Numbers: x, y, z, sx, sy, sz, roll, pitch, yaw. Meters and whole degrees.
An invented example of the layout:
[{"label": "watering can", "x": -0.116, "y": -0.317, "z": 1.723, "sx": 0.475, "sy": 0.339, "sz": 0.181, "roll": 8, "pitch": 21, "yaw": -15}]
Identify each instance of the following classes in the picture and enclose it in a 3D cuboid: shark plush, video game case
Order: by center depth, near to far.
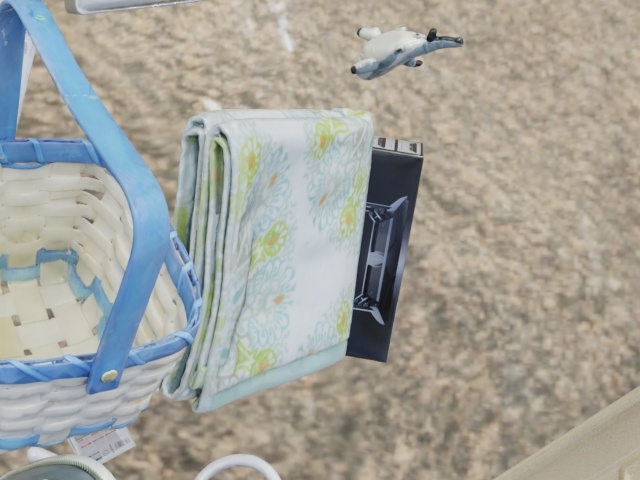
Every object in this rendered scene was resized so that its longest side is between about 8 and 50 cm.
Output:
[{"label": "shark plush", "x": 0.111, "y": -0.252, "z": 1.571, "sx": 0.067, "sy": 0.161, "sz": 0.073, "roll": 45, "pitch": 34, "yaw": -46}, {"label": "video game case", "x": -0.310, "y": 0.240, "z": 1.606, "sx": 0.087, "sy": 0.011, "sz": 0.122, "roll": -23, "pitch": 83, "yaw": -46}]

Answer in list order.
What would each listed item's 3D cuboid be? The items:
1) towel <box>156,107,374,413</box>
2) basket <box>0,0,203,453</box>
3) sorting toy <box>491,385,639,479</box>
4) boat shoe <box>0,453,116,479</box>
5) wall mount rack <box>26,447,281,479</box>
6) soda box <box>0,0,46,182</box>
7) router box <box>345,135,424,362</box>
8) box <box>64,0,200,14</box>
[{"label": "towel", "x": -0.050, "y": 0.010, "z": 1.376, "sx": 0.374, "sy": 0.090, "sz": 0.321, "roll": -13, "pitch": 115, "yaw": -61}, {"label": "basket", "x": -0.196, "y": 0.004, "z": 0.875, "sx": 0.201, "sy": 0.255, "sz": 0.289, "roll": -6, "pitch": 135, "yaw": -34}, {"label": "sorting toy", "x": 0.166, "y": 0.249, "z": 0.737, "sx": 0.041, "sy": 0.307, "sz": 0.229, "roll": 21, "pitch": 37, "yaw": -53}, {"label": "boat shoe", "x": -0.285, "y": 0.273, "z": 0.931, "sx": 0.116, "sy": 0.319, "sz": 0.099, "roll": 59, "pitch": 22, "yaw": 3}, {"label": "wall mount rack", "x": -0.174, "y": 0.355, "z": 1.215, "sx": 0.130, "sy": 0.304, "sz": 0.350, "roll": 77, "pitch": 23, "yaw": -58}, {"label": "soda box", "x": -0.464, "y": -0.206, "z": 1.626, "sx": 0.098, "sy": 0.091, "sz": 0.286, "roll": 20, "pitch": 69, "yaw": -35}, {"label": "router box", "x": 0.000, "y": 0.000, "z": 1.660, "sx": 0.242, "sy": 0.081, "sz": 0.309, "roll": 10, "pitch": 109, "yaw": 1}, {"label": "box", "x": -0.143, "y": -0.256, "z": 0.929, "sx": 0.126, "sy": 0.232, "sz": 0.149, "roll": -9, "pitch": 103, "yaw": -13}]
